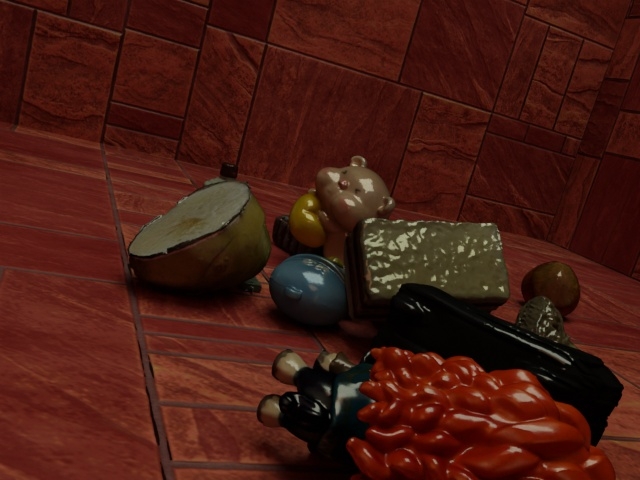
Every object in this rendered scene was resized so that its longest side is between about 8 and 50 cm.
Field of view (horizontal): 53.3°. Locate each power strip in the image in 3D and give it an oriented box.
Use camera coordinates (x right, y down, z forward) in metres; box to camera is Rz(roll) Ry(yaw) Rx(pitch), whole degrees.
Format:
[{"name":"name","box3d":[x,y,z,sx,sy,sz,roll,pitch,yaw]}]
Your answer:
[{"name":"power strip","box3d":[-0.168,0.090,1.455,0.051,0.019,0.136,13,12,-22]}]

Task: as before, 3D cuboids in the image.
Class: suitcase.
[{"name":"suitcase","box3d":[0.282,0.217,1.038,0.345,0.188,0.339,23,1,38]}]

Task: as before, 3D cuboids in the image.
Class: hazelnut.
[{"name":"hazelnut","box3d":[0.722,0.147,1.990,0.182,0.182,0.182,15,12,-3]}]

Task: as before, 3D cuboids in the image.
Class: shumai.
[{"name":"shumai","box3d":[0.487,0.228,1.354,0.175,0.166,0.206,26,38,6]}]

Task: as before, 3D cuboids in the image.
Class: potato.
[{"name":"potato","box3d":[-0.226,0.025,1.312,0.246,0.196,0.300,-1,31,38]}]

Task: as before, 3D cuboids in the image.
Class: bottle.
[{"name":"bottle","box3d":[-0.243,-0.066,1.523,0.104,0.245,0.104,16,12,-3]}]

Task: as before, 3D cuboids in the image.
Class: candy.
[{"name":"candy","box3d":[0.207,0.062,1.268,0.321,0.179,0.135,1,-28,-19]}]

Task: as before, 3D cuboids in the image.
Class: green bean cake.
[{"name":"green bean cake","box3d":[0.000,0.000,1.898,0.233,0.097,0.198,7,14,-35]}]

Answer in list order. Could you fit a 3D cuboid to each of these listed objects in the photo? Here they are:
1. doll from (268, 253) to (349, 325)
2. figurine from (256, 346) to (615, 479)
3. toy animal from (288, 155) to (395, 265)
[{"name":"doll","box3d":[-0.001,0.098,1.343,0.177,0.141,0.314,24,11,19]},{"name":"figurine","box3d":[0.110,0.235,0.744,0.306,0.241,0.412,36,-15,-23]},{"name":"toy animal","box3d":[0.076,-0.063,1.694,0.277,0.247,0.345,5,53,-35]}]
